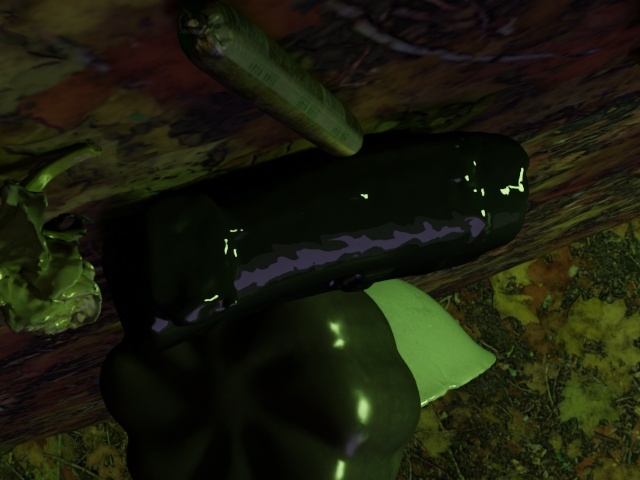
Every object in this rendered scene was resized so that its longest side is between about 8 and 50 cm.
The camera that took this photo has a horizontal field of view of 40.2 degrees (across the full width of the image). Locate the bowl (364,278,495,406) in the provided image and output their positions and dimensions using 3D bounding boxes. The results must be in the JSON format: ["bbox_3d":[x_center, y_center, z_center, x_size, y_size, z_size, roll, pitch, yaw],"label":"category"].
[{"bbox_3d":[-0.012,0.139,1.121,0.434,0.196,0.435,-21,177,-1],"label":"bowl"}]

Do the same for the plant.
[{"bbox_3d":[-0.166,-0.006,0.468,0.116,0.122,0.104,25,179,-41],"label":"plant"}]

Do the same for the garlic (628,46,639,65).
[{"bbox_3d":[0.236,-0.124,0.465,0.196,0.151,0.338,-7,178,31],"label":"garlic"}]

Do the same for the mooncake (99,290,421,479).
[{"bbox_3d":[-0.064,0.149,0.848,0.306,0.306,0.154,-23,166,17],"label":"mooncake"}]

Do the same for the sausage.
[{"bbox_3d":[-0.016,-0.080,0.482,0.032,0.033,0.269,-22,170,13],"label":"sausage"}]

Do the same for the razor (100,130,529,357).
[{"bbox_3d":[-0.003,-0.004,0.691,0.326,0.107,0.189,-15,169,-20],"label":"razor"}]
